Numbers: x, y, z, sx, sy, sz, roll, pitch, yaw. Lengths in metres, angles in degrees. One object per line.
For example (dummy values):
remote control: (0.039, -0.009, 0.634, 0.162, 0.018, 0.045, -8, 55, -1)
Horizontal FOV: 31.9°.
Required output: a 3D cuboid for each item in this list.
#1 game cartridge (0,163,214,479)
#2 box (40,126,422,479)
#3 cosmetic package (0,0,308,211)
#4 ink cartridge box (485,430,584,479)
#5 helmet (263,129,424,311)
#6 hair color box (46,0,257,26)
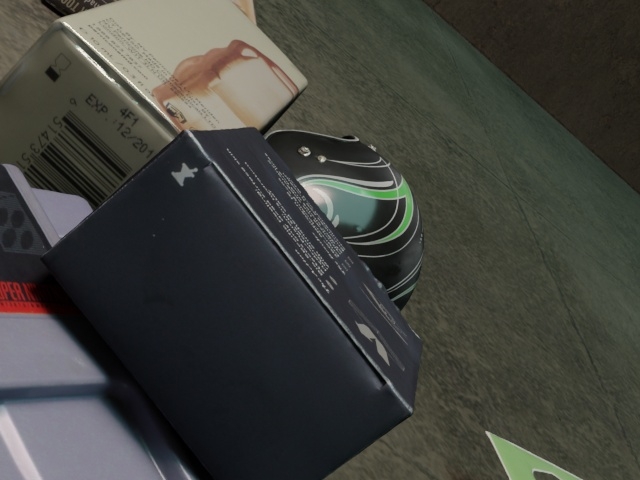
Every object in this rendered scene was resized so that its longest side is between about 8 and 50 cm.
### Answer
game cartridge: (-0.165, 0.052, 0.423, 0.230, 0.068, 0.355, 59, 21, 19)
box: (-0.033, 0.031, 0.553, 0.156, 0.093, 0.158, 52, 9, 0)
cosmetic package: (-0.125, -0.079, 0.783, 0.129, 0.153, 0.296, 44, 21, -6)
ink cartridge box: (0.206, 0.274, 0.875, 0.171, 0.056, 0.235, 31, 21, -36)
helmet: (0.000, 0.000, 0.856, 0.161, 0.169, 0.169, 4, 43, -39)
hair color box: (-0.171, -0.291, 1.179, 0.185, 0.110, 0.339, 36, 23, -26)
